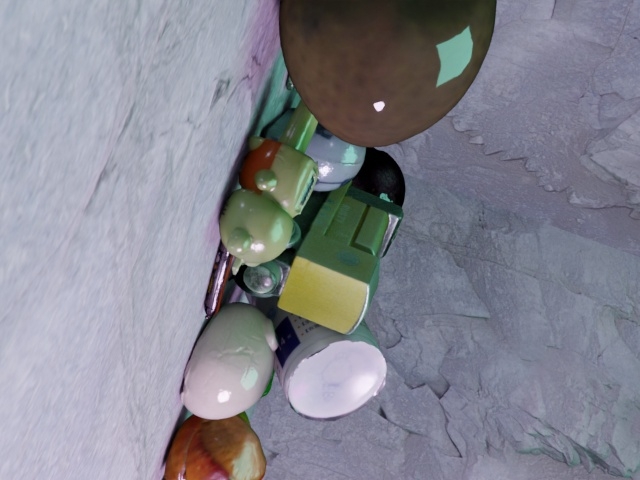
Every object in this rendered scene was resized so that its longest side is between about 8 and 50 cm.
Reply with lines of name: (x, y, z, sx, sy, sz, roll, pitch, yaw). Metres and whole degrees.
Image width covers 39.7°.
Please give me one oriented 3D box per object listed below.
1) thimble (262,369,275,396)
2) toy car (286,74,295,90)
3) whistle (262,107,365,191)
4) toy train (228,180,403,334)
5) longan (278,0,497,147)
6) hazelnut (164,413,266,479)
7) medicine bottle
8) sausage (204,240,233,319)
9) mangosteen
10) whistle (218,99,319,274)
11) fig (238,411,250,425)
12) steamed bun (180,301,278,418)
thimble: (-0.154, 0.278, 1.912, 0.130, 0.118, 0.090, -44, -157, 52)
toy car: (0.006, -0.273, 1.476, 0.224, 0.090, 0.076, -47, 153, -80)
whistle: (-0.005, -0.148, 1.476, 0.290, 0.163, 0.163, -63, 172, -68)
toy train: (0.000, 0.000, 1.610, 0.397, 0.253, 0.160, -63, 174, -57)
longan: (0.085, -0.291, 1.120, 0.288, 0.288, 0.350, 3, 94, -87)
hazelnut: (-0.191, 0.380, 1.576, 0.182, 0.182, 0.182, 20, 90, -87)
medicine bottle: (-0.019, 0.159, 1.670, 0.332, 0.190, 0.190, -119, -140, -51)
sausage: (-0.150, 0.041, 1.348, 0.028, 0.025, 0.198, -119, -140, -50)
mangosteen: (0.055, -0.141, 1.988, 0.275, 0.275, 0.302, -51, 128, -80)
whistle: (-0.065, -0.084, 1.262, 0.131, 0.106, 0.288, 51, 60, -76)
fig: (-0.207, 0.419, 1.903, 0.136, 0.120, 0.153, 88, -2, -67)
steamed bun: (-0.144, 0.207, 1.518, 0.228, 0.130, 0.177, -61, 169, -59)
